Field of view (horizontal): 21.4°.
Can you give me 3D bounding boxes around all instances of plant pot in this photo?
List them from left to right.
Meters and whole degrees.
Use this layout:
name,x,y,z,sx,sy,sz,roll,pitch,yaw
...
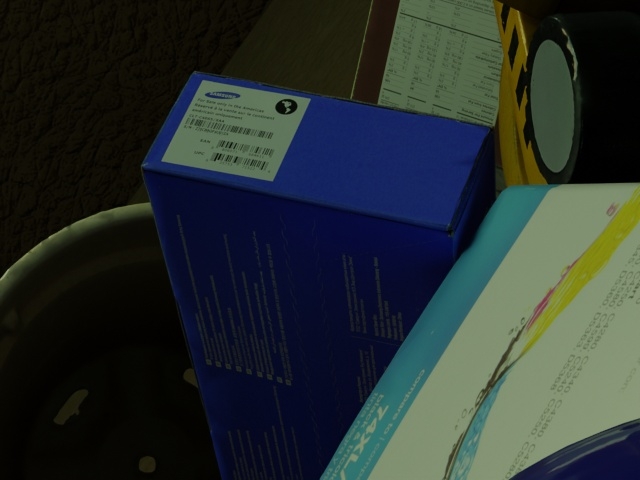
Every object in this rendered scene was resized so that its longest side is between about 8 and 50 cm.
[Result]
name,x,y,z,sx,sy,sz,roll,pitch,yaw
plant pot,-0.126,0.165,1.327,0.334,0.334,0.305,-60,4,-16

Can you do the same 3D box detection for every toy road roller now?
name,x,y,z,sx,sy,sz,roll,pitch,yaw
toy road roller,0.185,-0.142,0.991,0.240,0.203,0.329,115,148,-69

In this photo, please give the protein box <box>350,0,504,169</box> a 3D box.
name,x,y,z,sx,sy,sz,roll,pitch,yaw
protein box,0.142,-0.169,1.177,0.200,0.136,0.201,-16,-57,-58

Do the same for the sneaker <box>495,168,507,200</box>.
name,x,y,z,sx,sy,sz,roll,pitch,yaw
sneaker,0.186,-0.165,1.395,0.315,0.127,0.182,-40,16,29

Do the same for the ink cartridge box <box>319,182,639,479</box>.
name,x,y,z,sx,sy,sz,roll,pitch,yaw
ink cartridge box,0.151,0.107,0.684,0.197,0.198,0.270,-57,13,-8

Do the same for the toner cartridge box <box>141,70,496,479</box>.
name,x,y,z,sx,sy,sz,roll,pitch,yaw
toner cartridge box,0.014,0.063,0.958,0.348,0.165,0.075,83,-154,-50

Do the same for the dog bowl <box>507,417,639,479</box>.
name,x,y,z,sx,sy,sz,roll,pitch,yaw
dog bowl,0.128,0.180,0.451,0.265,0.265,0.104,-54,11,6
